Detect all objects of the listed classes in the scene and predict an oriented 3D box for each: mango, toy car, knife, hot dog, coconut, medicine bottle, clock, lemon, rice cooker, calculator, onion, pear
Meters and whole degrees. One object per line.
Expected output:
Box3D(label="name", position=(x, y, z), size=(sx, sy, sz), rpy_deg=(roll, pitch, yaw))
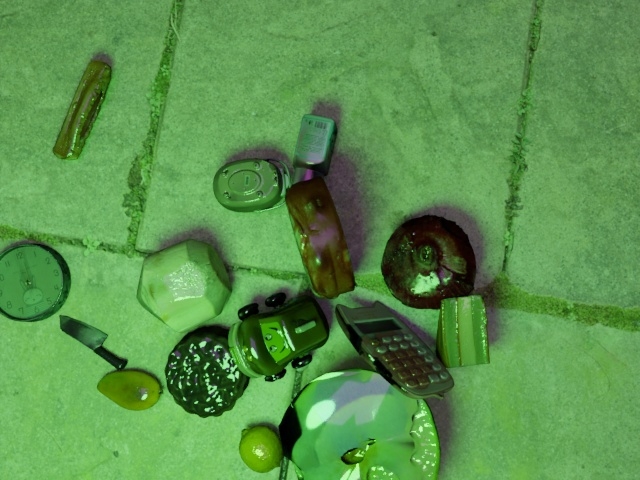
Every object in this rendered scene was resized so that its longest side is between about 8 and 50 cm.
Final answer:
Box3D(label="mango", position=(-0.502, 0.392, 1.454), size=(0.187, 0.066, 0.101), rpy_deg=(11, 85, 8))
Box3D(label="toy car", position=(-0.084, 0.227, 1.357), size=(0.248, 0.198, 0.204), rpy_deg=(-21, 85, -33))
Box3D(label="knife", position=(-0.612, 0.266, 1.485), size=(0.230, 0.028, 0.060), rpy_deg=(31, 74, 6))
Box3D(label="hot dog", position=(-0.645, -0.352, 1.509), size=(0.083, 0.068, 0.289), rpy_deg=(23, 90, 25))
Box3D(label="coconut", position=(-0.353, 0.117, 1.400), size=(0.241, 0.241, 0.241), rpy_deg=(0, 86, 1))
Box3D(label="medicine bottle", position=(-0.018, -0.226, 1.465), size=(0.094, 0.119, 0.188), rpy_deg=(12, 86, 6))
Box3D(label="clock", position=(-0.786, 0.113, 1.486), size=(0.215, 0.042, 0.215), rpy_deg=(0, 85, 1))
Box3D(label="lemon", position=(-0.153, 0.532, 1.414), size=(0.133, 0.109, 0.109), rpy_deg=(43, 87, 10))
Box3D(label="rice cooker", position=(-0.183, -0.146, 1.458), size=(0.206, 0.127, 0.145), rpy_deg=(-7, 86, 8))
Box3D(label="calculator", position=(0.180, 0.268, 1.341), size=(0.329, 0.220, 0.048), rpy_deg=(45, 118, 39))
Box3D(label="onion", position=(0.275, 0.058, 1.392), size=(0.252, 0.219, 0.252), rpy_deg=(-2, 77, 7))
Box3D(label="pear", position=(0.107, 0.491, 1.375), size=(0.398, 0.165, 0.399), rpy_deg=(1, 94, 9))

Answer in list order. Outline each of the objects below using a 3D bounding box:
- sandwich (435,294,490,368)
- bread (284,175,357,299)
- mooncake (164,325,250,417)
Box3D(label="sandwich", position=(0.351, 0.222, 1.401), size=(0.117, 0.144, 0.187), rpy_deg=(-6, 95, -1))
Box3D(label="bread", position=(-0.001, -0.003, 1.345), size=(0.114, 0.327, 0.295), rpy_deg=(-16, 83, 1))
Box3D(label="mooncake", position=(-0.291, 0.338, 1.424), size=(0.228, 0.124, 0.228), rpy_deg=(0, 87, 1))
